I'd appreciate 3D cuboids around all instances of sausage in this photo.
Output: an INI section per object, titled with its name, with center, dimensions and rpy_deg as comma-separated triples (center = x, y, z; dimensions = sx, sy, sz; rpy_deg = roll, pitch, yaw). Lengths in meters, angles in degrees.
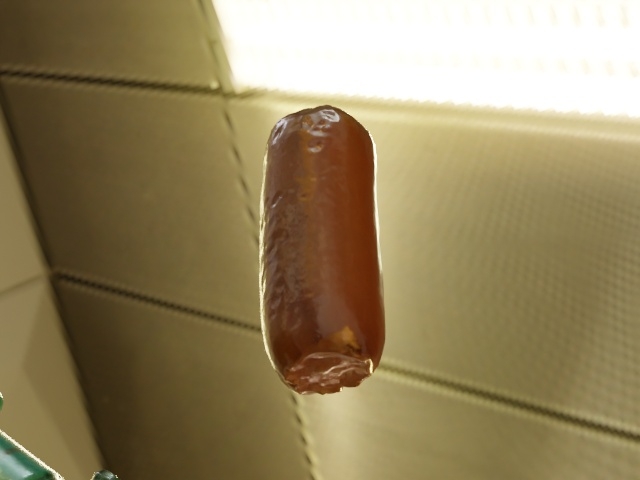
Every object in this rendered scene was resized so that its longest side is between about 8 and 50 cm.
[sausage]
center = 0.000, 0.000, 1.049
dimensions = 0.076, 0.076, 0.197
rpy_deg = 126, -31, -53

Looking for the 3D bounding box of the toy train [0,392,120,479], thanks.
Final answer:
[toy train]
center = -0.238, 0.139, 0.914
dimensions = 0.298, 0.194, 0.120
rpy_deg = 32, -24, 25
